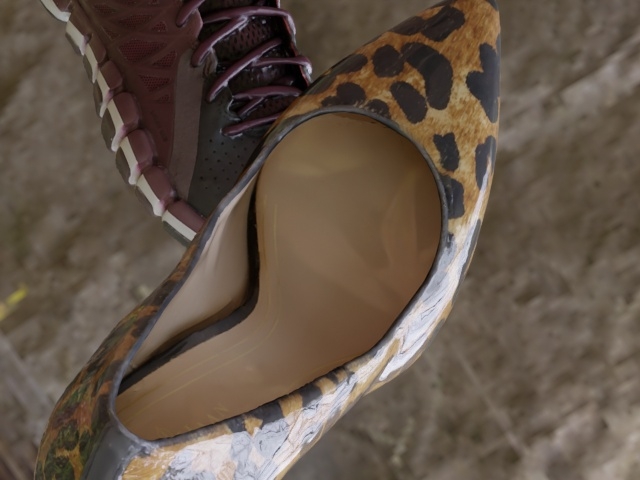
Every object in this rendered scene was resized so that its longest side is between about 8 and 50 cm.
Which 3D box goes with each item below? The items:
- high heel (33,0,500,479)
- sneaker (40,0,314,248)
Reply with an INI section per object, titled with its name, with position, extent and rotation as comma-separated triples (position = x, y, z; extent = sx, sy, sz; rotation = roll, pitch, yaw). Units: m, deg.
[high heel]
position = 0.000, 0.000, 0.633
extent = 0.261, 0.093, 0.186
rotation = -58, 173, -12
[sneaker]
position = -0.054, -0.119, 0.928
extent = 0.106, 0.281, 0.162
rotation = -19, 151, -36
